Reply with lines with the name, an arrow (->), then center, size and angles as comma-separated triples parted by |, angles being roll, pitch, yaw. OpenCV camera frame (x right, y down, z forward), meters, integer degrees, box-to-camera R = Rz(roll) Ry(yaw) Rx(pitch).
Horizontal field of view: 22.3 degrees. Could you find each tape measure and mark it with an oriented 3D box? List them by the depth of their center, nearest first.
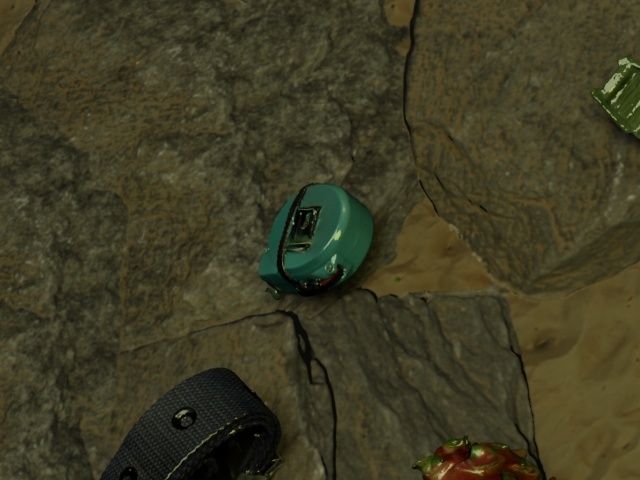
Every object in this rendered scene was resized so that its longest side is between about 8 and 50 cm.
tape measure -> 0.000, 0.000, 1.907 | 0.125, 0.081, 0.146 | -7, 59, 45

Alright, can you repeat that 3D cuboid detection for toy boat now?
toy boat -> 0.421, -0.104, 1.752 | 0.093, 0.055, 0.293 | -50, 53, -3

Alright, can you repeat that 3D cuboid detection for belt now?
belt -> -0.156, 0.253, 1.837 | 0.230, 0.139, 0.126 | -50, 48, 0

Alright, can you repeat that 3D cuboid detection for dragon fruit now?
dragon fruit -> 0.187, 0.287, 1.631 | 0.236, 0.137, 0.135 | 36, 100, 38
